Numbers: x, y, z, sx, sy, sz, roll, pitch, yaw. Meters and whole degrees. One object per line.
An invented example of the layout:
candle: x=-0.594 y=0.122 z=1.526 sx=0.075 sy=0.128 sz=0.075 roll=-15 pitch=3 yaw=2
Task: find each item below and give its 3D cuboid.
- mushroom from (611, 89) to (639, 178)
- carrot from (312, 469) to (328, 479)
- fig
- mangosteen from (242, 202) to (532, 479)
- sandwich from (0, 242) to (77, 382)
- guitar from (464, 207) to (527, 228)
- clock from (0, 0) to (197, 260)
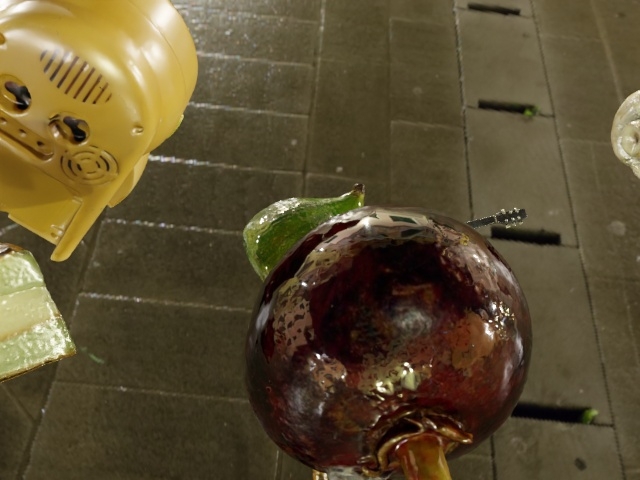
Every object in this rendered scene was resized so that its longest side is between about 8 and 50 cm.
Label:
mushroom: x=0.484 y=-0.148 z=1.041 sx=0.112 sy=0.148 sz=0.148 roll=-8 pitch=54 yaw=-18
carrot: x=0.008 y=0.544 z=1.480 sx=0.042 sy=0.042 sz=0.170 roll=-6 pitch=87 yaw=-10
fig: x=0.000 y=0.000 z=1.247 sx=0.235 sy=0.203 sz=0.203 roll=-33 pitch=60 yaw=-1
mangosteen: x=0.057 y=0.105 z=0.562 sx=0.236 sy=0.235 sz=0.261 roll=-6 pitch=44 yaw=-10
sandwich: x=-0.324 y=0.085 z=0.584 sx=0.187 sy=0.117 sz=0.144 roll=-5 pitch=25 yaw=26
guitar: x=0.148 y=-0.005 z=0.932 sx=0.233 sy=0.025 sz=0.088 roll=-15 pitch=66 yaw=3
clock: x=-0.282 y=-0.155 z=0.810 sx=0.244 sy=0.317 sz=0.200 roll=32 pitch=44 yaw=-24
